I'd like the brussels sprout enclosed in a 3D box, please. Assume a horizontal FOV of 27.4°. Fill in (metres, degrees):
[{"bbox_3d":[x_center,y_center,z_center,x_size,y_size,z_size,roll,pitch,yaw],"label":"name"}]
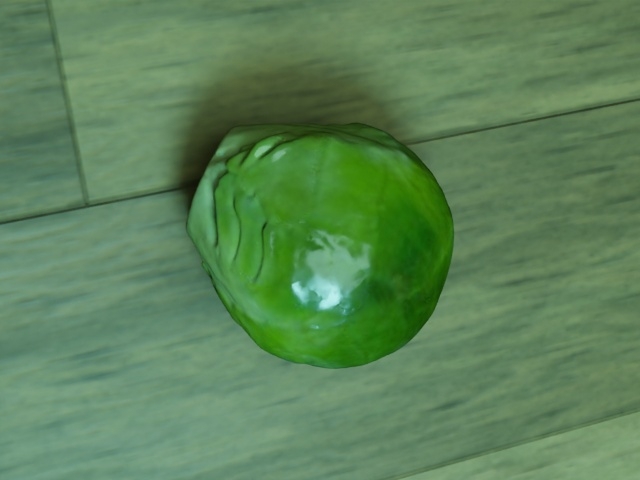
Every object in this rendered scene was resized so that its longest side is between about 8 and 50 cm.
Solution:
[{"bbox_3d":[-0.001,0.002,0.894,0.181,0.144,0.161,14,110,2],"label":"brussels sprout"}]
